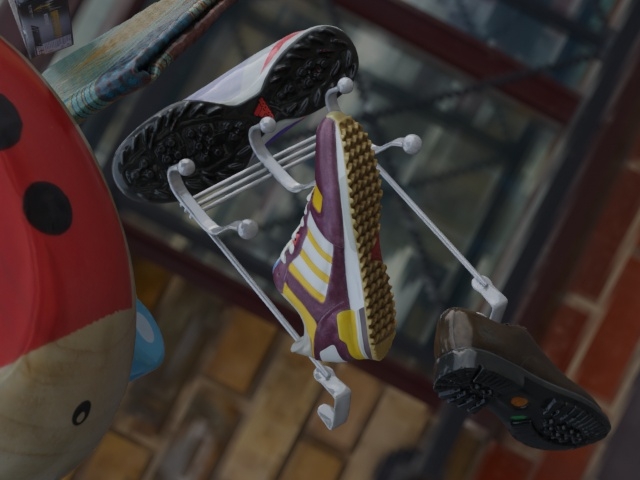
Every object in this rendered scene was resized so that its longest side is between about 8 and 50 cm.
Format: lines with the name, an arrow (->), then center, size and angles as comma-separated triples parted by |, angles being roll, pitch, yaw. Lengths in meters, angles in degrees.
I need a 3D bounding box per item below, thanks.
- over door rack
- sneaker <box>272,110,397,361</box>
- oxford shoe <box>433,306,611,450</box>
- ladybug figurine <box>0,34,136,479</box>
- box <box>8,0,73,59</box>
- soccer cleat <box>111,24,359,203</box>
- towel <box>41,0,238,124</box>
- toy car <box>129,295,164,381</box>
over door rack -> 0.026, -0.003, 2.051 | 0.239, 0.324, 0.108 | -28, -15, -27
sneaker -> 0.000, 0.000, 1.413 | 0.069, 0.084, 0.185 | -31, -63, -65
oxford shoe -> 0.185, 0.120, 1.751 | 0.083, 0.227, 0.096 | -28, 47, 28
ladybug figurine -> -0.310, -0.011, 1.515 | 0.305, 0.449, 0.162 | -28, -3, -13
box -> -0.328, -0.315, 2.138 | 0.056, 0.183, 0.231 | -19, -8, -8
soccer cleat -> -0.103, -0.139, 2.225 | 0.318, 0.108, 0.116 | -35, 12, -17
towel -> -0.207, -0.149, 1.816 | 0.370, 0.040, 0.271 | -23, 19, 44
toy car -> -0.228, 0.084, 1.789 | 0.219, 0.210, 0.238 | -28, -16, 18
